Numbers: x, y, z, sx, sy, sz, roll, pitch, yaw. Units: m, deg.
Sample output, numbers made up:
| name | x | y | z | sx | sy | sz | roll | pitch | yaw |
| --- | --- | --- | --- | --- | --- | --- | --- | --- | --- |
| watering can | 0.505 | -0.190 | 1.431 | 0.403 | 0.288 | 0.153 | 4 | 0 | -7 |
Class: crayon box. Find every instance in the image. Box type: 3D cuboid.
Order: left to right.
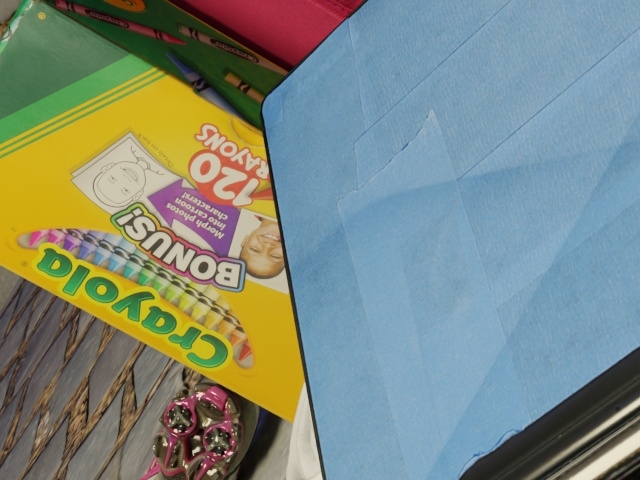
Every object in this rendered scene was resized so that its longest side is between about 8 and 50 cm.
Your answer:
| name | x | y | z | sx | sy | sz | roll | pitch | yaw |
| --- | --- | --- | --- | --- | --- | --- | --- | --- | --- |
| crayon box | -0.073 | -0.026 | 1.142 | 0.165 | 0.278 | 0.081 | -53 | 15 | 30 |

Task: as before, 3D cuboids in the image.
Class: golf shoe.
| name | x | y | z | sx | sy | sz | roll | pitch | yaw |
| --- | --- | --- | --- | --- | --- | --- | --- | --- | --- |
| golf shoe | -0.091 | 0.171 | 1.298 | 0.186 | 0.067 | 0.086 | -58 | -13 | 14 |

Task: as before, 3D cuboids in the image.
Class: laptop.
| name | x | y | z | sx | sy | sz | roll | pitch | yaw |
| --- | --- | --- | --- | --- | --- | --- | --- | --- | --- |
| laptop | 0.042 | -0.027 | 0.627 | 0.382 | 0.236 | 0.408 | -42 | -12 | 35 |

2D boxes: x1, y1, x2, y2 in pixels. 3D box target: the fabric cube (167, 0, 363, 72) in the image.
| name | x | y | z | sx | sy | sz | roll | pitch | yaw |
| --- | --- | --- | --- | --- | --- | --- | --- | --- | --- |
| fabric cube | 0.007 | -0.193 | 1.232 | 0.254 | 0.259 | 0.258 | -33 | 31 | 61 |

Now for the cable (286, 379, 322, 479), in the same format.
| name | x | y | z | sx | sy | sz | roll | pitch | yaw |
| --- | --- | --- | --- | --- | --- | --- | --- | --- | --- |
| cable | 0.079 | 0.027 | 0.889 | 0.257 | 0.089 | 0.257 | -58 | 13 | 15 |
